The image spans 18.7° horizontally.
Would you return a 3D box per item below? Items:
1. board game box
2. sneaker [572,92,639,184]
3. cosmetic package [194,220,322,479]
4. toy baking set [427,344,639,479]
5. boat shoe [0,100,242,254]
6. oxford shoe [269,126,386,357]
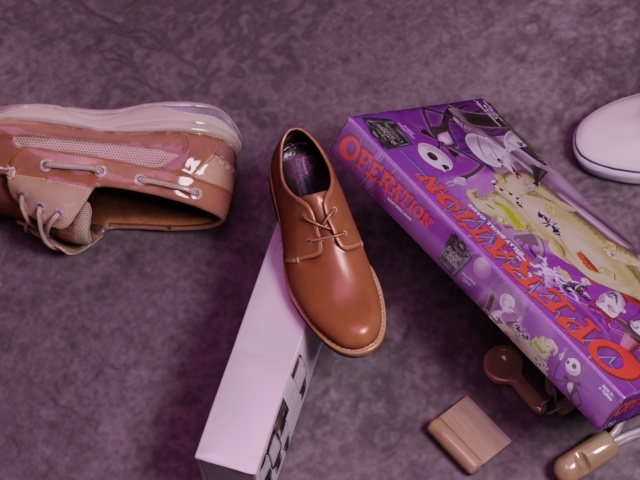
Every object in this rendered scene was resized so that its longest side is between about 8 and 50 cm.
[{"bbox_3d":[0.186,0.010,1.686,0.208,0.056,0.347,-17,55,-47],"label":"board game box"},{"bbox_3d":[0.348,-0.116,1.752,0.258,0.091,0.094,-9,61,20],"label":"sneaker"},{"bbox_3d":[-0.040,0.105,1.699,0.060,0.099,0.239,15,66,9],"label":"cosmetic package"},{"bbox_3d":[0.224,0.174,1.677,0.256,0.030,0.197,21,67,15],"label":"toy baking set"},{"bbox_3d":[-0.233,-0.053,1.785,0.324,0.123,0.116,-5,65,4],"label":"boat shoe"},{"bbox_3d":[0.000,0.000,1.653,0.076,0.076,0.212,-18,66,-8],"label":"oxford shoe"}]
